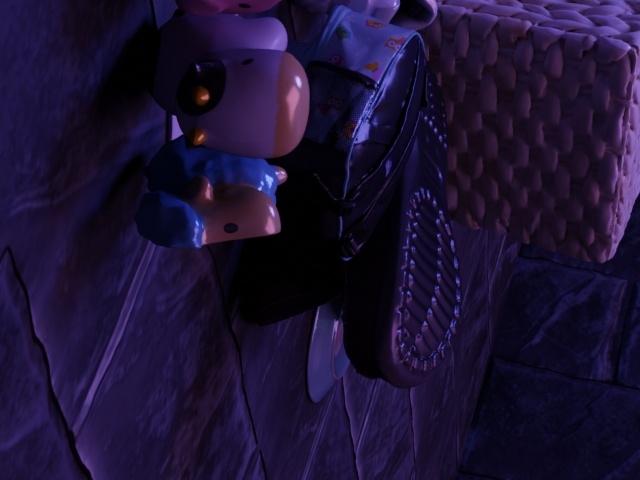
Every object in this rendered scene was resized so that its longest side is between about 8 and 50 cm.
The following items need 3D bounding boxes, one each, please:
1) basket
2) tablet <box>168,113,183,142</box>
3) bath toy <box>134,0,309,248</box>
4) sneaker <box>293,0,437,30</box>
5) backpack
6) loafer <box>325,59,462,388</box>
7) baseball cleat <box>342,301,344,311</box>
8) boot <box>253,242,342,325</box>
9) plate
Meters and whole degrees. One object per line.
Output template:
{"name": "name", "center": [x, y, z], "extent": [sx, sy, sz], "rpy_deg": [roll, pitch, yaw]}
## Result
{"name": "basket", "center": [0.207, -0.196, 1.921], "extent": [0.331, 0.328, 0.266], "rpy_deg": [88, 22, -47]}
{"name": "tablet", "center": [-0.098, -0.109, 1.368], "extent": [0.083, 0.006, 0.054], "rpy_deg": [-60, 157, -56]}
{"name": "bath toy", "center": [-0.068, -0.174, 1.188], "extent": [0.129, 0.151, 0.348], "rpy_deg": [-18, 121, -41]}
{"name": "sneaker", "center": [0.060, -0.235, 1.667], "extent": [0.090, 0.115, 0.232], "rpy_deg": [-61, 173, 30]}
{"name": "backpack", "center": [0.012, -0.102, 1.532], "extent": [0.188, 0.144, 0.166], "rpy_deg": [-56, 159, -26]}
{"name": "loafer", "center": [0.048, -0.018, 1.662], "extent": [0.134, 0.130, 0.366], "rpy_deg": [53, 30, -44]}
{"name": "baseball cleat", "center": [0.064, 0.042, 1.999], "extent": [0.109, 0.072, 0.206], "rpy_deg": [-47, 178, 0]}
{"name": "boot", "center": [0.000, 0.000, 1.764], "extent": [0.115, 0.112, 0.305], "rpy_deg": [68, 25, -7]}
{"name": "plate", "center": [0.022, 0.092, 2.034], "extent": [0.188, 0.024, 0.188], "rpy_deg": [12, 90, -78]}
